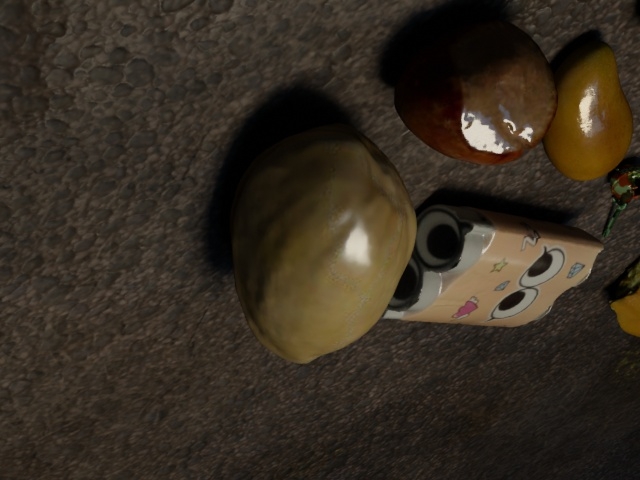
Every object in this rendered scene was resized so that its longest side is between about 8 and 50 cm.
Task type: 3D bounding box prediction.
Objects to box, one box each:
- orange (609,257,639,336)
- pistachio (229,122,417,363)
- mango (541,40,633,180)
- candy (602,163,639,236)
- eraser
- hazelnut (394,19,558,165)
[{"bbox_3d":[0.508,0.089,1.924,0.170,0.112,0.160,-22,151,-37],"label":"orange"},{"bbox_3d":[0.000,0.000,1.277,0.181,0.162,0.293,6,142,-7],"label":"pistachio"},{"bbox_3d":[0.288,-0.134,1.400,0.102,0.085,0.184,-26,145,-7],"label":"mango"},{"bbox_3d":[0.389,-0.045,1.678,0.055,0.049,0.184,5,156,1],"label":"candy"},{"bbox_3d":[0.203,0.033,1.577,0.290,0.087,0.171,8,132,-48],"label":"eraser"},{"bbox_3d":[0.146,-0.139,1.231,0.154,0.143,0.143,-6,144,-22],"label":"hazelnut"}]
